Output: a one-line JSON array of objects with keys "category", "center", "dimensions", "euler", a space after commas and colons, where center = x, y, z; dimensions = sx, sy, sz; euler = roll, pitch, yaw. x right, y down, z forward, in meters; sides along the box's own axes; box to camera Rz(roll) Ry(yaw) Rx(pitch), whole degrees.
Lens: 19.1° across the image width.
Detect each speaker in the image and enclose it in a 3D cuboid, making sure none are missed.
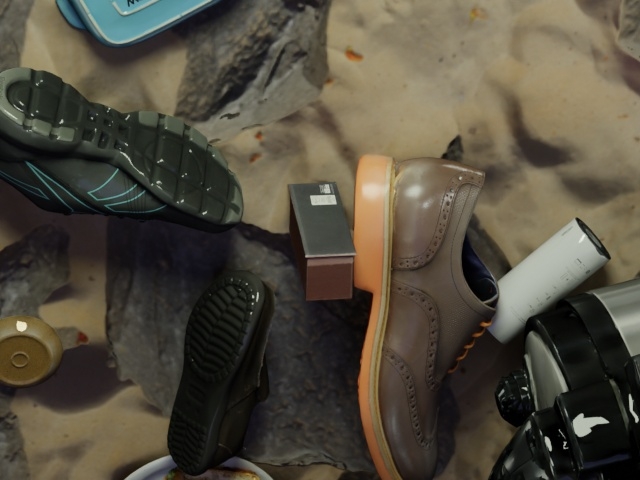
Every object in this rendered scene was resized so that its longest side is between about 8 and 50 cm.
[{"category": "speaker", "center": [0.214, 0.040, 1.849], "dimensions": [0.136, 0.055, 0.055], "euler": [-41, 117, 14]}]

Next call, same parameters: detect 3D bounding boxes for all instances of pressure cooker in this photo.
[{"category": "pressure cooker", "center": [0.358, 0.205, 1.788], "dimensions": [0.420, 0.375, 0.370], "euler": [-14, 112, -3]}]

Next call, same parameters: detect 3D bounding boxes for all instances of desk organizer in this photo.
[{"category": "desk organizer", "center": [0.000, 0.000, 1.750], "dimensions": [0.047, 0.130, 0.050], "euler": [-3, 122, -7]}]

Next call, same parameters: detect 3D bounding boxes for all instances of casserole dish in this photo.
[{"category": "casserole dish", "center": [-0.142, -0.235, 1.650], "dimensions": [0.188, 0.037, 0.114], "euler": [-26, 119, 7]}]

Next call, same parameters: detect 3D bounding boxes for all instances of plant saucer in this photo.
[{"category": "plant saucer", "center": [-0.290, 0.112, 1.833], "dimensions": [0.083, 0.015, 0.083], "euler": [-4, 119, -6]}]

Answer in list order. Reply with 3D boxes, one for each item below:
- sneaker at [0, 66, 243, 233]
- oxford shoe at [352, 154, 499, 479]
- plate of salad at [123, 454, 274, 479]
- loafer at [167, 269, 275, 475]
[{"category": "sneaker", "center": [-0.196, -0.069, 1.717], "dimensions": [0.267, 0.101, 0.106], "euler": [25, 135, -22]}, {"category": "oxford shoe", "center": [0.104, 0.092, 1.805], "dimensions": [0.132, 0.130, 0.364], "euler": [0, 120, 6]}, {"category": "plate of salad", "center": [-0.128, 0.303, 1.948], "dimensions": [0.200, 0.048, 0.200], "euler": [-4, 120, -7]}, {"category": "loafer", "center": [-0.088, 0.124, 1.848], "dimensions": [0.078, 0.080, 0.220], "euler": [-6, 125, -44]}]
